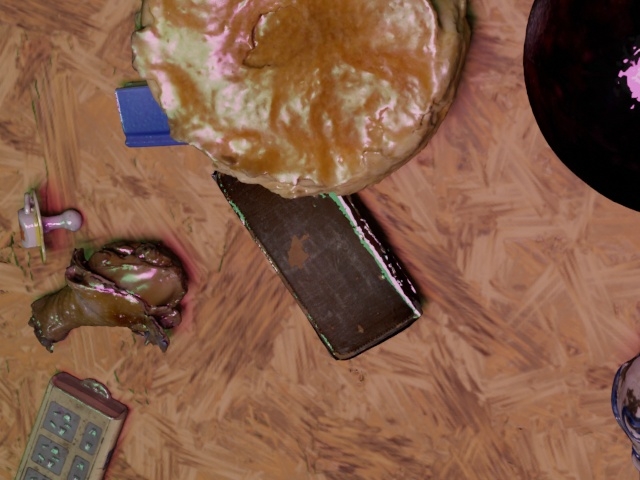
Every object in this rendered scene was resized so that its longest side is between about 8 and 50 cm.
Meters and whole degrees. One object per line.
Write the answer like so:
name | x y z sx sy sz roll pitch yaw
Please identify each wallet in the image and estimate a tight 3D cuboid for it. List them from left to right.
wallet | 0.000 0.000 1.759 0.122 0.031 0.232 -32 92 30

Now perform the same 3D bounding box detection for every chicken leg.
chicken leg | -0.225 0.059 1.850 0.196 0.080 0.125 -5 120 24

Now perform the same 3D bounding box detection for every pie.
pie | -0.021 -0.197 1.650 0.340 0.083 0.339 4 105 16

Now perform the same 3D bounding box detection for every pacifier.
pacifier | -0.277 -0.019 1.861 0.064 0.068 0.083 -8 130 -10

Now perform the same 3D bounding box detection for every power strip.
power strip | -0.287 0.265 1.976 0.092 0.034 0.268 28 118 10

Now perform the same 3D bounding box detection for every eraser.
eraser | -0.154 -0.125 1.776 0.085 0.027 0.063 -3 110 22

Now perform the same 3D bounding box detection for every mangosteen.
mangosteen | 0.290 -0.162 1.448 0.313 0.297 0.296 31 124 46

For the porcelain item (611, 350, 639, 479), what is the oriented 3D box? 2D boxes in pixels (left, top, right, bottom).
porcelain item | 0.402 0.169 1.604 0.288 0.138 0.186 0 120 23
